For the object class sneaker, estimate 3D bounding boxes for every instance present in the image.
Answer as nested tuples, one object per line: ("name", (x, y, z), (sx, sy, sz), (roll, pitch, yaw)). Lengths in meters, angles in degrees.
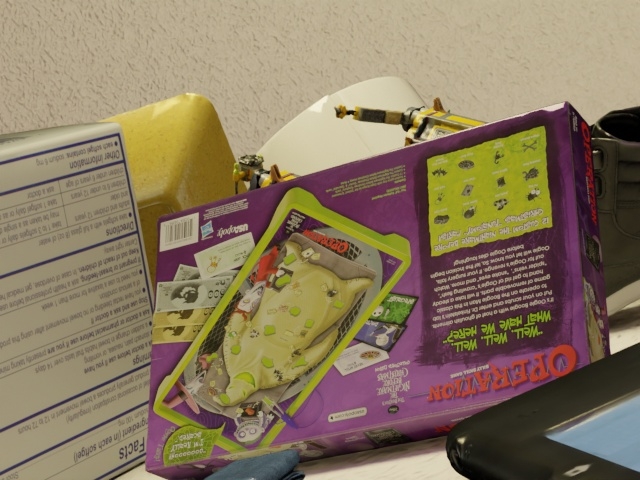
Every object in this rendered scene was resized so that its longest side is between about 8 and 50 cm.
("sneaker", (0.215, -0.017, 1.212), (0.295, 0.147, 0.104), (-26, 18, 21))

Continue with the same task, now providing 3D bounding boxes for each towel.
("towel", (-0.062, 0.166, 0.927), (0.067, 0.029, 0.119), (-14, 5, 32))

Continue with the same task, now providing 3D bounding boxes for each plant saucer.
("plant saucer", (-0.209, 0.058, 1.423), (0.332, 0.333, 0.081), (-17, 34, 5))

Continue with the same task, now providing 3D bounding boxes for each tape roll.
("tape roll", (0.050, -0.038, 1.645), (0.246, 0.169, 0.246), (-30, -19, -12))

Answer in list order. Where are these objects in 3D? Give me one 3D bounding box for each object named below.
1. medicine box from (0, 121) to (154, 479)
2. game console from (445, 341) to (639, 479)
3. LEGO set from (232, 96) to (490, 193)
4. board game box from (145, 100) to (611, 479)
("medicine box", (-0.269, 0.071, 1.192), (0.149, 0.289, 0.263), (-3, 11, 34))
("game console", (0.264, 0.065, 0.728), (0.342, 0.060, 0.386), (-17, 3, -12))
("LEGO set", (0.000, 0.000, 1.326), (0.192, 0.255, 0.331), (18, 36, 33))
("board game box", (0.030, 0.043, 1.052), (0.346, 0.208, 0.056), (-14, -33, 28))
